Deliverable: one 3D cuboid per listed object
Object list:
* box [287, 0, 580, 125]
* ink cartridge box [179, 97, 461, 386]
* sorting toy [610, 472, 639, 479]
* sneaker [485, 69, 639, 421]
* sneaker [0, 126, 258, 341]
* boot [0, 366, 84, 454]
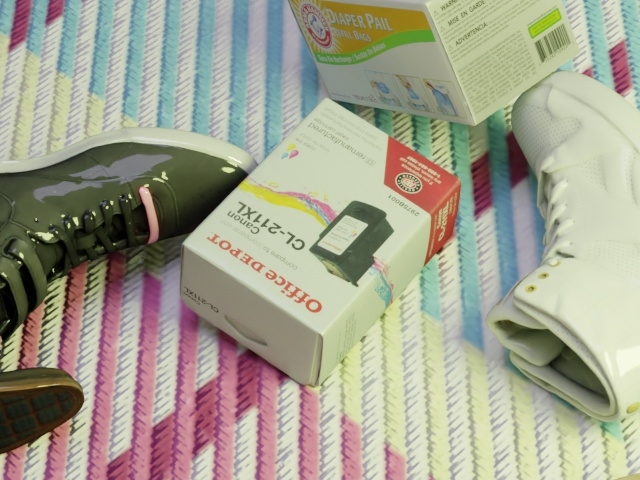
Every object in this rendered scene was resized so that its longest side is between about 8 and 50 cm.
[{"bbox_3d":[0.081,-0.168,1.520,0.114,0.103,0.203,-34,25,-22],"label":"box"},{"bbox_3d":[0.000,0.000,1.431,0.127,0.072,0.175,32,58,17],"label":"ink cartridge box"},{"bbox_3d":[0.202,0.266,1.156,0.257,0.089,0.255,-15,47,-5],"label":"sorting toy"},{"bbox_3d":[0.176,0.000,1.397,0.169,0.108,0.292,-23,49,-17],"label":"sneaker"},{"bbox_3d":[-0.186,0.005,1.435,0.295,0.105,0.147,-6,42,-1],"label":"sneaker"},{"bbox_3d":[-0.276,0.097,1.391,0.219,0.082,0.106,-11,49,0],"label":"boot"}]
